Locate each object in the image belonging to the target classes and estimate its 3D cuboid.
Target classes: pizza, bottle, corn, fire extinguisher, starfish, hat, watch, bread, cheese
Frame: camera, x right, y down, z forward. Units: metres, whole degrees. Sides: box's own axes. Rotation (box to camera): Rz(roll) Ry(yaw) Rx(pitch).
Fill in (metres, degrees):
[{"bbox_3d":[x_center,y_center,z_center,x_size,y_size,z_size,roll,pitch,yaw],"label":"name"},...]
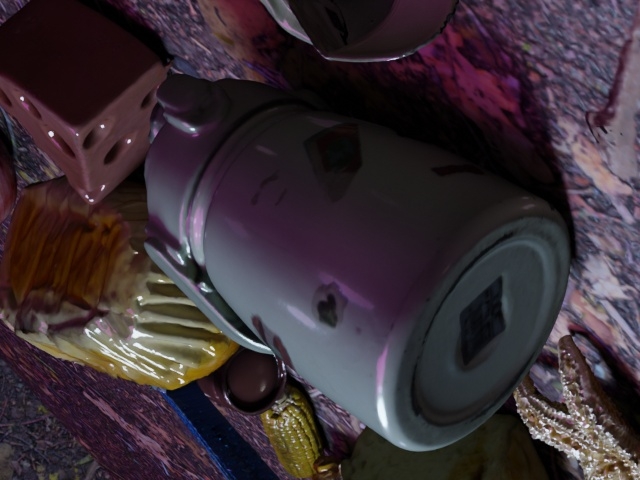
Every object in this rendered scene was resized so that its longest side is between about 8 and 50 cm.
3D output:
[{"bbox_3d":[0.036,0.330,1.956,0.127,0.058,0.246,5,156,12],"label":"pizza"},{"bbox_3d":[0.000,0.000,1.161,0.352,0.229,0.229,30,156,36],"label":"bottle"},{"bbox_3d":[-0.035,0.253,1.946,0.068,0.068,0.207,32,157,30],"label":"corn"},{"bbox_3d":[-0.174,0.136,1.953,0.341,0.105,0.141,14,105,56],"label":"fire extinguisher"},{"bbox_3d":[0.248,0.178,1.253,0.216,0.071,0.238,14,138,45],"label":"starfish"},{"bbox_3d":[0.022,-0.181,0.983,0.166,0.081,0.122,7,101,38],"label":"hat"},{"bbox_3d":[-0.115,0.171,1.728,0.274,0.068,0.276,6,100,52],"label":"watch"},{"bbox_3d":[-0.227,0.047,1.675,0.183,0.236,0.389,13,-177,-34],"label":"bread"},{"bbox_3d":[0.140,0.289,1.488,0.196,0.238,0.252,-13,122,25],"label":"bread"},{"bbox_3d":[-0.249,-0.162,1.464,0.177,0.128,0.203,43,165,9],"label":"cheese"}]

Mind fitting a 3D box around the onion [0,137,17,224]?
[{"bbox_3d":[-0.518,-0.141,2.018,0.283,0.120,0.227,51,161,-27],"label":"onion"}]
